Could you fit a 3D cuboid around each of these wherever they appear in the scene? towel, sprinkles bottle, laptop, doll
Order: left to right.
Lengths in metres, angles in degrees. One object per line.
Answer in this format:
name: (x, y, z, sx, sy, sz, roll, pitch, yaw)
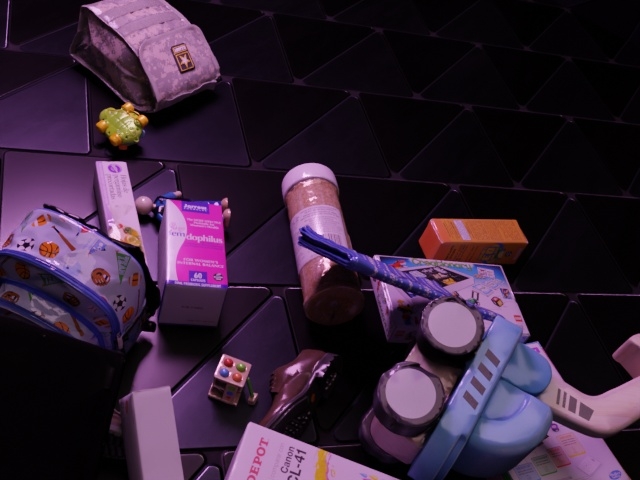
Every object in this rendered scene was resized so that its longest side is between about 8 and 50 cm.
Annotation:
laptop: (-0.530, 0.287, 1.071, 0.407, 0.236, 0.382, 26, 63, -36)
doll: (-0.282, -0.064, 1.640, 0.188, 0.046, 0.129, 3, 38, -17)
sprinkles bottle: (0.000, 0.000, 1.639, 0.121, 0.121, 0.356, 6, 45, -18)
towel: (0.139, 0.061, 1.446, 0.335, 0.040, 0.243, 21, 2, -27)

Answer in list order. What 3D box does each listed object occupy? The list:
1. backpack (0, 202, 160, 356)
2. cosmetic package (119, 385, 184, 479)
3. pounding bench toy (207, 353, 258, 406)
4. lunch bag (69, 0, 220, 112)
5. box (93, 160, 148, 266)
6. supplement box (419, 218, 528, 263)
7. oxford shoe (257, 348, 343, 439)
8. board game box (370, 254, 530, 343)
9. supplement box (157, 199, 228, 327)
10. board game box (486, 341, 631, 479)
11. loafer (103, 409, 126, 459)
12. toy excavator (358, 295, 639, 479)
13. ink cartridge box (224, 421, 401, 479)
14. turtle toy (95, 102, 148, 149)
backpack: (-0.403, 0.080, 1.275, 0.276, 0.263, 0.213, 22, 50, -1)
cosmetic package: (-0.233, 0.333, 1.137, 0.060, 0.099, 0.239, -4, 75, -28)
pounding bench toy: (-0.139, 0.240, 1.370, 0.083, 0.065, 0.052, 21, 41, -2)
lunch bag: (-0.396, -0.437, 1.893, 0.287, 0.169, 0.235, 41, 41, 9)
box: (-0.381, -0.022, 1.539, 0.063, 0.067, 0.324, 0, 46, -25)
supplement box: (0.345, 0.003, 1.818, 0.233, 0.078, 0.080, -2, 47, -24)
oxford shoe: (-0.056, 0.271, 1.381, 0.096, 0.083, 0.227, 15, 39, 27)
board game box: (0.263, 0.126, 1.671, 0.305, 0.053, 0.193, 5, 45, -19)
supplement box: (-0.241, 0.040, 1.501, 0.111, 0.114, 0.220, 5, 43, -17)
board game box: (0.380, 0.343, 1.488, 0.242, 0.064, 0.317, -5, 48, -27)
loafer: (-0.369, 0.251, 1.238, 0.251, 0.094, 0.087, 24, 46, 2)
toy excavator: (0.345, 0.268, 1.353, 0.445, 0.222, 0.433, 31, 61, 11)
ink cartridge box: (-0.009, 0.434, 1.178, 0.306, 0.131, 0.226, 22, 42, -2)
turtle toy: (-0.433, -0.247, 1.748, 0.095, 0.066, 0.130, -40, 65, -20)
